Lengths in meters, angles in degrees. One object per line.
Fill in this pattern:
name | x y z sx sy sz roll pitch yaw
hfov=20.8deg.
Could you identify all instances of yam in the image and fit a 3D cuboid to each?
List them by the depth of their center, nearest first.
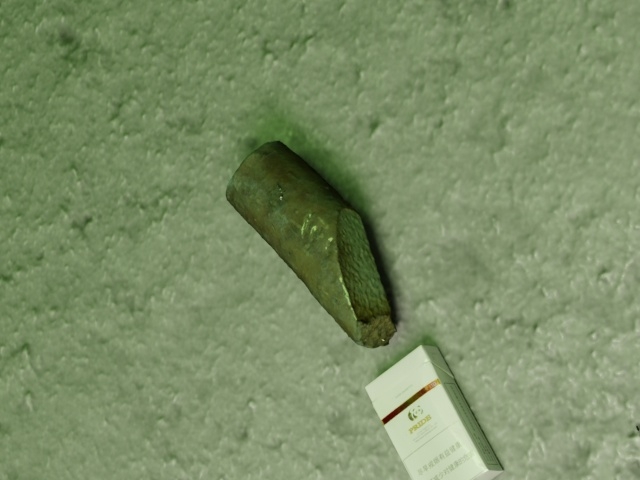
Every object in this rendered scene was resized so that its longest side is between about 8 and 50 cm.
yam | 0.000 0.000 1.873 0.259 0.106 0.106 46 108 31

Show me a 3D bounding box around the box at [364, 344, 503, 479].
box | 0.115 0.194 1.798 0.084 0.040 0.154 -40 61 25
